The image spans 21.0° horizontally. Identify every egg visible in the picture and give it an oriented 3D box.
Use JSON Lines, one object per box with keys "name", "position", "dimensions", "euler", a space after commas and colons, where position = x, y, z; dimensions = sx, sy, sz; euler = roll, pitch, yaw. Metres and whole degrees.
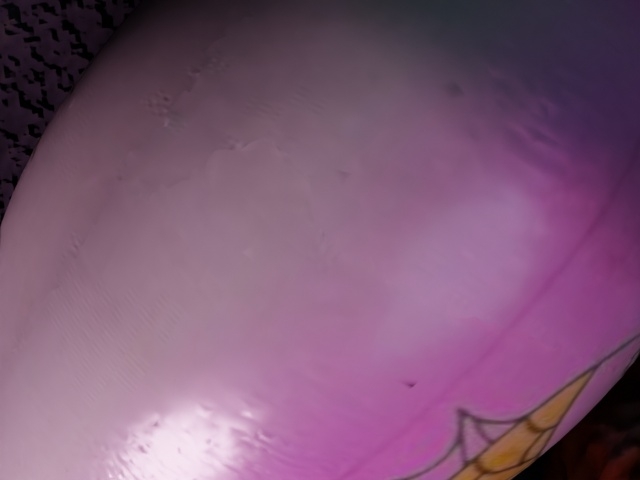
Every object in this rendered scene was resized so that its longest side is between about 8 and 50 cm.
{"name": "egg", "position": [0.000, 0.000, 0.553], "dimensions": [0.271, 0.196, 0.196], "euler": [-35, 133, 26]}

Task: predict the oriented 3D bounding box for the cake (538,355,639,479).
{"name": "cake", "position": [0.275, 0.202, 0.740], "dimensions": [0.269, 0.319, 0.270], "euler": [-18, 128, -16]}
